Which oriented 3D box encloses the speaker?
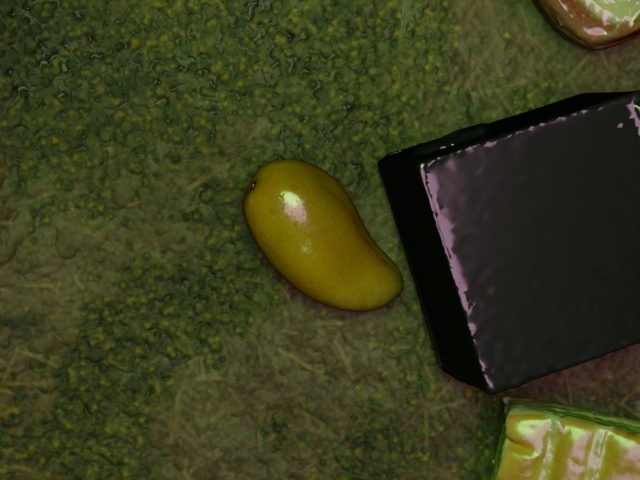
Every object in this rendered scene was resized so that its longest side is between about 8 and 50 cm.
[{"bbox_3d":[0.215,-0.011,1.554,0.254,0.184,0.232,-19,97,-8],"label":"speaker"}]

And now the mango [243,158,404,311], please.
[{"bbox_3d":[0.000,0.000,1.579,0.102,0.085,0.184,-45,109,-6],"label":"mango"}]

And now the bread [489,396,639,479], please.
[{"bbox_3d":[0.267,0.291,1.605,0.239,0.111,0.246,11,98,7],"label":"bread"}]

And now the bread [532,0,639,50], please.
[{"bbox_3d":[0.268,-0.298,1.566,0.190,0.123,0.244,-31,97,-2],"label":"bread"}]
